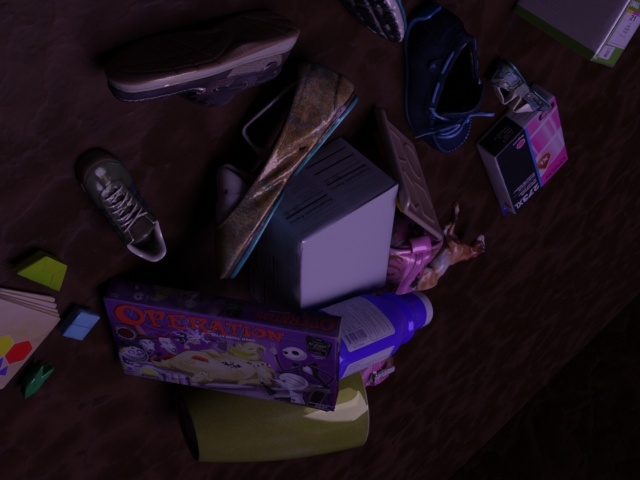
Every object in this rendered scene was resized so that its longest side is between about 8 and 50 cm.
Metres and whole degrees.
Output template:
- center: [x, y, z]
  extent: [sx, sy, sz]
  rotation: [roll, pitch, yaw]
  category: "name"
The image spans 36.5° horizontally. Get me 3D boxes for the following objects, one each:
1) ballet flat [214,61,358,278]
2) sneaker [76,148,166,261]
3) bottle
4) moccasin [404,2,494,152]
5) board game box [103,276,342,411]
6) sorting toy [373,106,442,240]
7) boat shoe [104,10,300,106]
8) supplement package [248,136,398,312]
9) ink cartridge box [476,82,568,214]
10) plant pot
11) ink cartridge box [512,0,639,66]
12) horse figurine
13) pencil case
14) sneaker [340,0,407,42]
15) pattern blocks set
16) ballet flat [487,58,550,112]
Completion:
- center: [-0.083, -0.108, 1.416]
  extent: [0.348, 0.123, 0.123]
  rotation: [-55, 150, 11]
  category: "ballet flat"
- center: [-0.254, -0.039, 1.291]
  extent: [0.064, 0.086, 0.192]
  rotation: [-39, 150, -14]
  category: "sneaker"
- center: [0.077, 0.149, 1.631]
  extent: [0.283, 0.118, 0.092]
  rotation: [-17, 140, -44]
  category: "bottle"
- center: [0.212, -0.242, 1.633]
  extent: [0.138, 0.117, 0.342]
  rotation: [-43, 151, -8]
  category: "moccasin"
- center: [-0.142, 0.160, 1.466]
  extent: [0.208, 0.346, 0.056]
  rotation: [91, 11, -46]
  category: "board game box"
- center: [0.145, -0.108, 1.660]
  extent: [0.038, 0.193, 0.208]
  rotation: [-21, 157, 16]
  category: "sorting toy"
- center: [-0.142, -0.213, 1.220]
  extent: [0.285, 0.103, 0.092]
  rotation: [-29, 142, -40]
  category: "boat shoe"
- center: [0.000, 0.000, 1.618]
  extent: [0.204, 0.145, 0.262]
  rotation: [-31, 147, -26]
  category: "supplement package"
- center: [0.442, -0.174, 2.085]
  extent: [0.176, 0.069, 0.371]
  rotation: [-46, 153, -3]
  category: "ink cartridge box"
- center: [-0.104, 0.285, 1.750]
  extent: [0.293, 0.275, 0.275]
  rotation: [-15, 140, -19]
  category: "plant pot"
- center: [0.480, -0.456, 1.658]
  extent: [0.097, 0.189, 0.255]
  rotation: [-2, 127, -51]
  category: "ink cartridge box"
- center: [0.243, 0.038, 2.069]
  extent: [0.263, 0.066, 0.174]
  rotation: [-41, 144, -16]
  category: "horse figurine"
- center: [0.110, 0.107, 1.864]
  extent: [0.160, 0.167, 0.386]
  rotation: [-43, 154, -50]
  category: "pencil case"
- center: [0.086, -0.378, 1.326]
  extent: [0.110, 0.107, 0.275]
  rotation: [-49, 152, -17]
  category: "sneaker"
- center: [-0.449, 0.127, 1.295]
  extent: [0.285, 0.026, 0.325]
  rotation: [-46, 151, -4]
  category: "pattern blocks set"
- center: [0.373, -0.280, 1.848]
  extent: [0.188, 0.070, 0.070]
  rotation: [30, 101, -45]
  category: "ballet flat"
